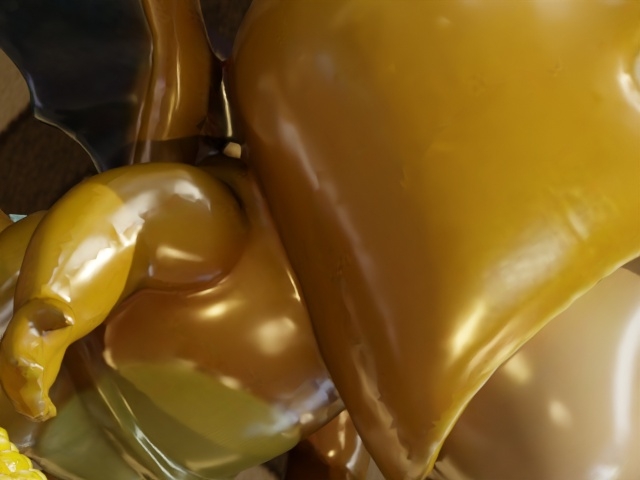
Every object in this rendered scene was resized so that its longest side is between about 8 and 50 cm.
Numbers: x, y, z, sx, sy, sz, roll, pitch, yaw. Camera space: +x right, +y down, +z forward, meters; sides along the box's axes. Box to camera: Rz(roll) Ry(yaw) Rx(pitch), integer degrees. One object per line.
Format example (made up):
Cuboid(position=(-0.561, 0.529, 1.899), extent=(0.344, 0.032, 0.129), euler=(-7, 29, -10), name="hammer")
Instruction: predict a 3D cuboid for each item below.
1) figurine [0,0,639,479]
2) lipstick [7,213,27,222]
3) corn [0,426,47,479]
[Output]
Cuboid(position=(-0.017, -0.017, 0.594), extent=(0.387, 0.268, 0.401), euler=(-29, 122, 13), name="figurine")
Cuboid(position=(-0.216, 0.014, 0.786), extent=(0.312, 0.051, 0.051), euler=(5, 138, -47), name="lipstick")
Cuboid(position=(-0.126, 0.108, 0.471), extent=(0.101, 0.101, 0.292), euler=(-48, 69, 15), name="corn")
